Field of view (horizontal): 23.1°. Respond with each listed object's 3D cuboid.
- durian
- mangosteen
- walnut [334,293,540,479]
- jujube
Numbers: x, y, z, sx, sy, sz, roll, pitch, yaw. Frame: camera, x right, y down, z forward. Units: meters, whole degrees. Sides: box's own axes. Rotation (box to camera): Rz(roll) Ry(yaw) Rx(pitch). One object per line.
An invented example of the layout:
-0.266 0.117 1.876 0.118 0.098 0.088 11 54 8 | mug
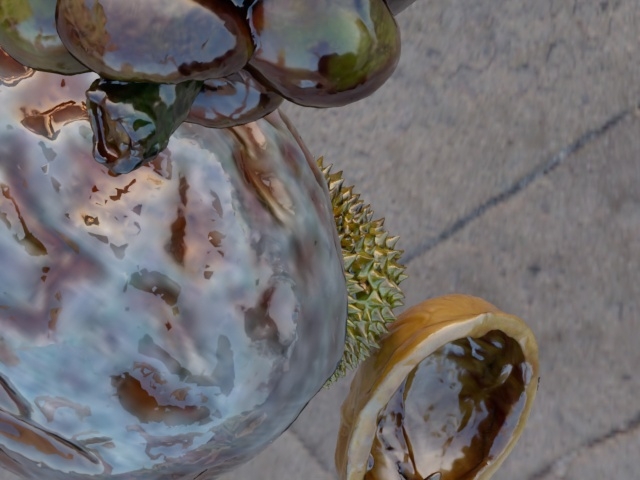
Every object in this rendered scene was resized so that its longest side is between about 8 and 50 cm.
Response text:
0.000 0.000 1.086 0.102 0.146 0.208 -11 134 21 | durian
-0.028 -0.081 0.356 0.140 0.140 0.140 4 114 9 | mangosteen
0.080 0.116 1.199 0.167 0.087 0.211 -5 126 -30 | walnut
-0.129 -0.008 0.777 0.308 0.215 0.246 34 111 5 | jujube
